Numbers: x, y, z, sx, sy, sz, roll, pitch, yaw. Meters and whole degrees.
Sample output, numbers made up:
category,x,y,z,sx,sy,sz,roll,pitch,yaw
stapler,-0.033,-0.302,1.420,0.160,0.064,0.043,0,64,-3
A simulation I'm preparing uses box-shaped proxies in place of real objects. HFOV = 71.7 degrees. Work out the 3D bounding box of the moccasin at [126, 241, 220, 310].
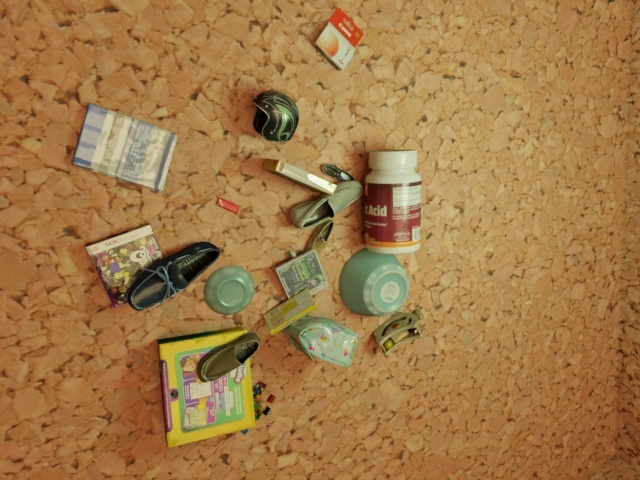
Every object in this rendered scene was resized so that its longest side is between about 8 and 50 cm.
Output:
category,x,y,z,sx,sy,sz,roll,pitch,yaw
moccasin,-0.490,0.105,1.486,0.342,0.116,0.138,-44,120,-27

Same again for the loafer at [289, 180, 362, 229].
category,x,y,z,sx,sy,sz,roll,pitch,yaw
loafer,0.036,-0.130,1.706,0.319,0.111,0.112,-30,133,-13

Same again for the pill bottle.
category,x,y,z,sx,sy,sz,roll,pitch,yaw
pill bottle,0.287,-0.159,1.760,0.224,0.224,0.392,-7,103,-23

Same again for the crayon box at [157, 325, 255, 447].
category,x,y,z,sx,sy,sz,roll,pitch,yaw
crayon box,-0.414,0.522,1.617,0.313,0.106,0.363,-5,89,-24

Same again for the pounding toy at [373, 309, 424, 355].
category,x,y,z,sx,sy,sz,roll,pitch,yaw
pounding toy,0.379,0.419,1.961,0.269,0.154,0.155,-36,113,-13

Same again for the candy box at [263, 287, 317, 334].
category,x,y,z,sx,sy,sz,roll,pitch,yaw
candy box,-0.118,0.274,1.715,0.205,0.105,0.027,-31,130,-2

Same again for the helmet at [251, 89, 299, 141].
category,x,y,z,sx,sy,sz,roll,pitch,yaw
helmet,-0.158,-0.436,1.539,0.169,0.169,0.162,-2,118,-24

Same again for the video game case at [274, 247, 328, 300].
category,x,y,z,sx,sy,sz,roll,pitch,yaw
video game case,-0.071,0.145,1.746,0.173,0.022,0.190,-27,123,-11

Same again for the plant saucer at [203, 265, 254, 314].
category,x,y,z,sx,sy,sz,roll,pitch,yaw
plant saucer,-0.336,0.192,1.659,0.194,0.037,0.195,-5,103,-24

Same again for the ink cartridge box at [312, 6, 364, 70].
category,x,y,z,sx,sy,sz,roll,pitch,yaw
ink cartridge box,0.075,-0.748,1.642,0.145,0.045,0.179,36,88,-26

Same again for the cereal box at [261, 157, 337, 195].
category,x,y,z,sx,sy,sz,roll,pitch,yaw
cereal box,-0.080,-0.232,1.610,0.240,0.173,0.047,21,92,-27

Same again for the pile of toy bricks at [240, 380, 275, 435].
category,x,y,z,sx,sy,sz,roll,pitch,yaw
pile of toy bricks,-0.257,0.686,1.775,0.212,0.118,0.105,-55,155,-16

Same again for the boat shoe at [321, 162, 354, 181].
category,x,y,z,sx,sy,sz,roll,pitch,yaw
boat shoe,0.071,-0.265,1.742,0.142,0.040,0.049,20,93,-26

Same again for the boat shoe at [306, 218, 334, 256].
category,x,y,z,sx,sy,sz,roll,pitch,yaw
boat shoe,0.000,0.000,1.749,0.068,0.072,0.190,20,92,-26

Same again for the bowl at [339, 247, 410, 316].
category,x,y,z,sx,sy,sz,roll,pitch,yaw
bowl,0.249,0.191,1.852,0.311,0.163,0.312,-5,102,-23

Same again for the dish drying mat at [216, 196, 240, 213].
category,x,y,z,sx,sy,sz,roll,pitch,yaw
dish drying mat,-0.335,-0.126,1.608,0.083,0.008,0.032,24,89,-26

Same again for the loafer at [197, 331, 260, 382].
category,x,y,z,sx,sy,sz,roll,pitch,yaw
loafer,-0.318,0.409,1.558,0.251,0.087,0.094,-34,100,-22

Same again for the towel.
category,x,y,z,sx,sy,sz,roll,pitch,yaw
towel,-0.625,-0.294,1.430,0.285,0.034,0.209,17,93,-26

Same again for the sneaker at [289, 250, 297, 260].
category,x,y,z,sx,sy,sz,roll,pitch,yaw
sneaker,-0.116,0.093,1.735,0.069,0.038,0.098,-34,112,-15

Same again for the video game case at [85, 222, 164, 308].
category,x,y,z,sx,sy,sz,roll,pitch,yaw
video game case,-0.639,0.084,1.497,0.210,0.042,0.232,-22,109,-19

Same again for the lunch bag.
category,x,y,z,sx,sy,sz,roll,pitch,yaw
lunch bag,-0.017,0.378,1.737,0.262,0.223,0.160,20,86,-25
